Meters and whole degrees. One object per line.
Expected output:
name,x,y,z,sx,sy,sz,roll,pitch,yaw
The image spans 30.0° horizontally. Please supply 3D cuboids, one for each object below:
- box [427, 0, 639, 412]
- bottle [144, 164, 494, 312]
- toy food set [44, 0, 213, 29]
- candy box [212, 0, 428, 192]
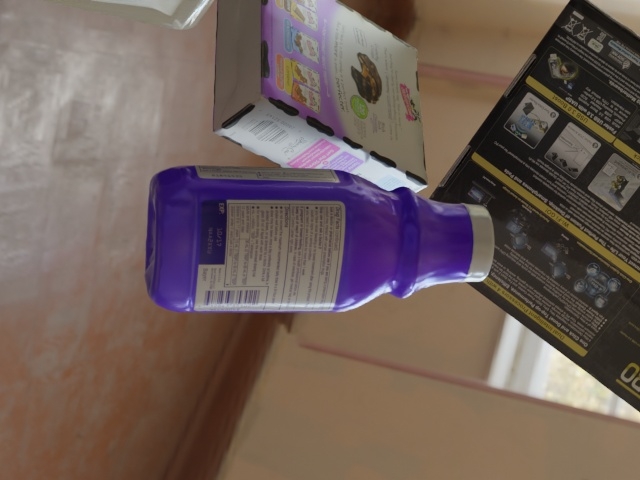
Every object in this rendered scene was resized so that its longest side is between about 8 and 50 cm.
box,0.337,-0.017,1.260,0.318,0.395,0.097,-56,170,16
bottle,0.000,0.000,0.983,0.092,0.282,0.118,-116,-151,-61
toy food set,-0.204,-0.331,1.195,0.220,0.306,0.092,-43,-132,49
candy box,0.002,-0.136,1.074,0.196,0.070,0.165,25,48,-35
